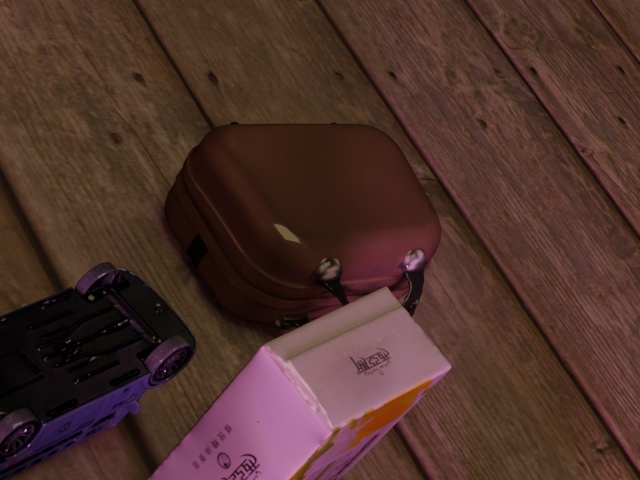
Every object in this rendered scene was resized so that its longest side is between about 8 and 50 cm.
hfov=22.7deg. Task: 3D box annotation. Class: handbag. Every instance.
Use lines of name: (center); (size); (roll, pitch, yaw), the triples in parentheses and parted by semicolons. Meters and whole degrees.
handbag: (0.000, 0.000, 1.815); (0.302, 0.149, 0.283); (-4, 51, -44)

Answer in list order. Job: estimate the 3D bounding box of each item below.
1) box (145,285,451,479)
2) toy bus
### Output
box: (-0.028, 0.179, 1.504); (0.111, 0.260, 0.194); (49, 39, 15)
toy bus: (-0.255, 0.132, 1.472); (0.125, 0.133, 0.292); (45, 39, 18)
